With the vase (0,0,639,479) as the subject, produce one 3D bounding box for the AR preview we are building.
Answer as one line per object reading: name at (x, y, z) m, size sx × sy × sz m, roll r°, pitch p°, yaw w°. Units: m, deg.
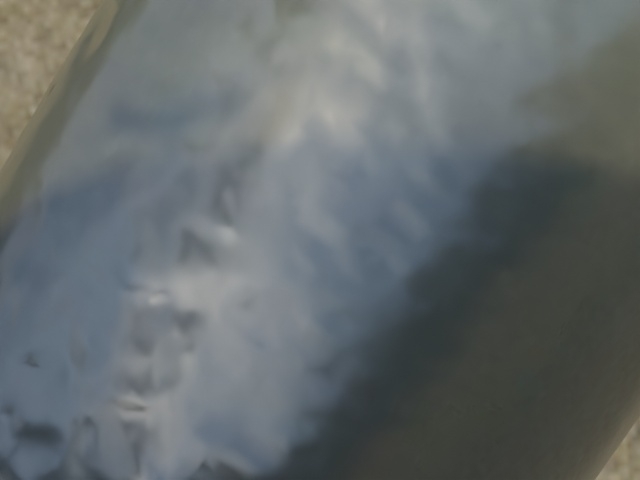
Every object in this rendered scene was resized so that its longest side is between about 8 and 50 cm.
vase at (0.000, 0.000, 0.566) m, size 0.291 × 0.245 × 0.245 m, roll -55°, pitch 42°, yaw 1°
